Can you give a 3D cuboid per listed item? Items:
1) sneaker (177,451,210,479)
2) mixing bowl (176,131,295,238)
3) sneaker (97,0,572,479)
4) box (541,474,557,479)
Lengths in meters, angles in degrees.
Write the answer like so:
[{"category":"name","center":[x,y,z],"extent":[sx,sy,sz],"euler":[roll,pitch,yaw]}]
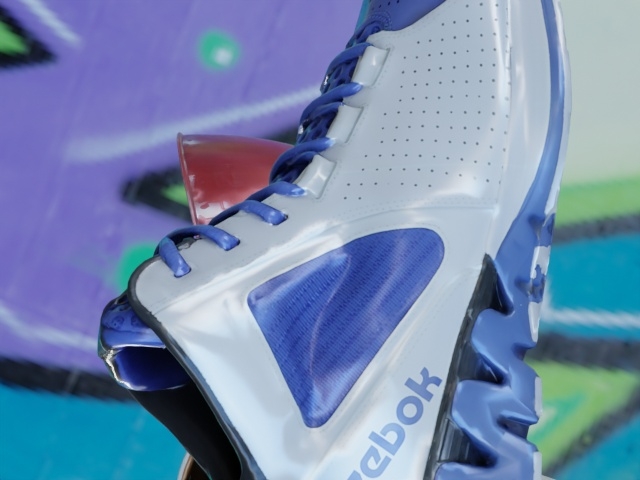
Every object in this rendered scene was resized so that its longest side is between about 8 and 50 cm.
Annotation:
[{"category":"sneaker","center":[-0.102,0.259,1.788],"extent":[0.123,0.106,0.290],"euler":[-58,162,-55]},{"category":"mixing bowl","center":[-0.030,0.003,1.347],"extent":[0.181,0.098,0.181],"euler":[166,-90,-89]},{"category":"sneaker","center":[0.000,0.001,0.833],"extent":[0.127,0.182,0.315],"euler":[133,-38,-70]},{"category":"box","center":[0.183,0.253,1.171],"extent":[0.148,0.232,0.127],"euler":[-53,-159,44]}]
